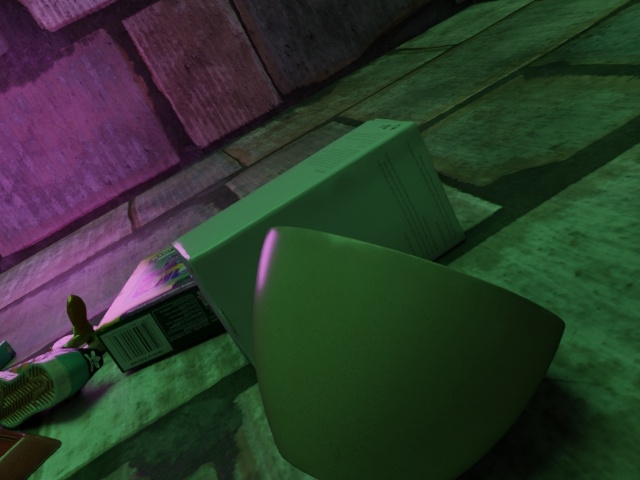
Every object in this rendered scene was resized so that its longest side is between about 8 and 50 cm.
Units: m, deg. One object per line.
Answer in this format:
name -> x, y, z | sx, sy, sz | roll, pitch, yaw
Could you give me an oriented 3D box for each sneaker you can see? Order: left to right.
sneaker -> -0.509, 0.265, 1.216 | 0.302, 0.108, 0.121 | -20, 1, 37

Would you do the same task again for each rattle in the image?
rattle -> -0.542, 0.198, 1.356 | 0.200, 0.142, 0.130 | -6, 48, 35

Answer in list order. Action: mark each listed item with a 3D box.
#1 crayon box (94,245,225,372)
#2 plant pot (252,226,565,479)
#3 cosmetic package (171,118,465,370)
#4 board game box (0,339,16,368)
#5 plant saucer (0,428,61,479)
crayon box -> -0.208, 0.067, 1.269 | 0.363, 0.106, 0.313 | -24, 19, 11
plant pot -> 0.054, 0.125, 0.610 | 0.284, 0.284, 0.190 | 6, 74, 58
cosmetic package -> 0.000, 0.000, 1.002 | 0.385, 0.217, 0.156 | -31, 20, -12
board game box -> -0.841, 0.330, 1.549 | 0.160, 0.047, 0.210 | -20, 21, 22
plant saucer -> -0.582, 0.392, 1.058 | 0.259, 0.047, 0.259 | -10, 28, 42
